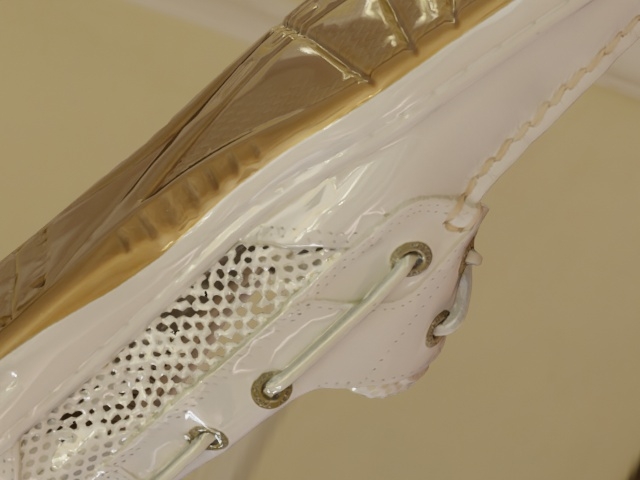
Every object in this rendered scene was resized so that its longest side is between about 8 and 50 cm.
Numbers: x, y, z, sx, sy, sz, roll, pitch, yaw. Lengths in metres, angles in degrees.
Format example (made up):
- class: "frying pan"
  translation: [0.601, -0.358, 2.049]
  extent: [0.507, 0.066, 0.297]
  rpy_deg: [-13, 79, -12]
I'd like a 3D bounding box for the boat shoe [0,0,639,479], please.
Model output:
- class: "boat shoe"
  translation: [0.000, 0.000, 0.523]
  extent: [0.277, 0.096, 0.098]
  rpy_deg: [-37, 21, 12]
